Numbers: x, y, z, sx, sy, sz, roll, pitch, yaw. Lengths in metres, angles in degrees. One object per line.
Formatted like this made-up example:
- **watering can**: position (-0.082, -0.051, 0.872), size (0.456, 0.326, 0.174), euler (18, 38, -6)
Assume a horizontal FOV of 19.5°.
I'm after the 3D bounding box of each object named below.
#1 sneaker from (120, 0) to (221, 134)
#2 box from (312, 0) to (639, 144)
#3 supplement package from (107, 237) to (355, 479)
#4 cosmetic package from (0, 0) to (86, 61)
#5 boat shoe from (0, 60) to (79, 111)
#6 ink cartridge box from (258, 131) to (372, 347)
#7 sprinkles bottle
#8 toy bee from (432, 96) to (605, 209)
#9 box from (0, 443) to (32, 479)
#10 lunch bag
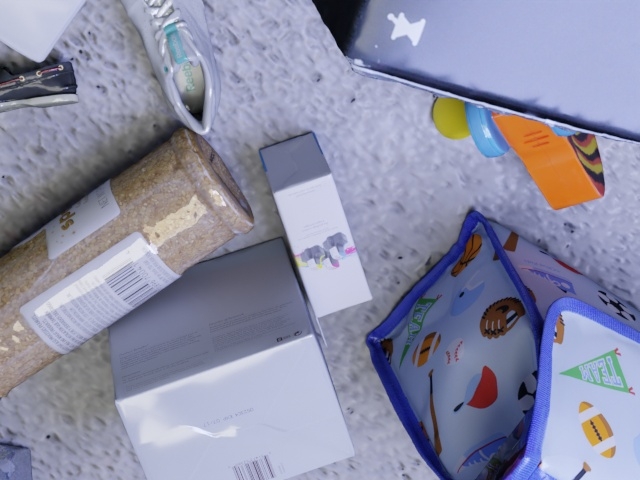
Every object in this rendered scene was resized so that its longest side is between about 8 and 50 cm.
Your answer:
- **sneaker**: position (-0.135, -0.195, 1.693), size (0.080, 0.094, 0.212), euler (-21, 117, 2)
- **box**: position (0.175, -0.395, 1.440), size (0.297, 0.472, 0.480), euler (14, 113, -16)
- **supplement package**: position (-0.092, 0.130, 1.798), size (0.194, 0.203, 0.149), euler (-18, 118, -1)
- **cosmetic package**: position (-0.169, -0.395, 1.514), size (0.161, 0.230, 0.453), euler (32, 105, -22)
- **boat shoe**: position (-0.291, -0.139, 1.722), size (0.133, 0.049, 0.042), euler (-8, 89, 1)
- **ink cartridge box**: position (0.000, 0.000, 1.806), size (0.061, 0.104, 0.181), euler (-18, 118, -1)
- **sprinkles bottle**: position (-0.236, 0.036, 1.772), size (0.355, 0.121, 0.121), euler (-34, 117, 6)
- **toy bee**: position (0.197, -0.165, 1.748), size (0.195, 0.162, 0.298), euler (-3, 149, 8)
- **box**: position (-0.363, 0.317, 1.813), size (0.142, 0.247, 0.163), euler (11, 113, -17)
- **lunch bag**: position (0.260, 0.182, 1.786), size (0.328, 0.385, 0.239), euler (30, 107, -21)
